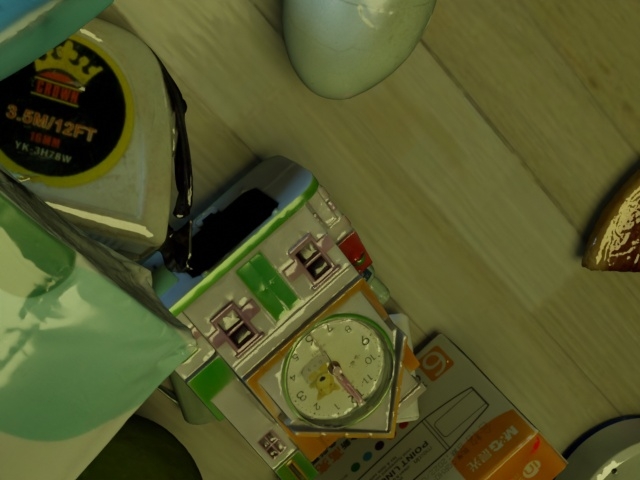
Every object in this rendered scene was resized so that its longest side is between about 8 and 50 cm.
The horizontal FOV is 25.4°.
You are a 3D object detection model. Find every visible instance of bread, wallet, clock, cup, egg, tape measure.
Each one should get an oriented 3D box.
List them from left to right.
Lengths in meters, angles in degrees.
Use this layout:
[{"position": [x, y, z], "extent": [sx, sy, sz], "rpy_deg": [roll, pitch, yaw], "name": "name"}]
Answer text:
[{"position": [-0.236, -0.109, 1.375], "extent": [0.271, 0.133, 0.231], "rpy_deg": [15, 74, -16], "name": "tape measure"}, {"position": [-0.147, 0.160, 1.573], "extent": [0.075, 0.054, 0.083], "rpy_deg": [-18, 117, -14], "name": "cup"}, {"position": [-0.024, 0.105, 1.488], "extent": [0.235, 0.166, 0.309], "rpy_deg": [-42, 116, -7], "name": "clock"}, {"position": [0.038, -0.242, 1.434], "extent": [0.151, 0.151, 0.209], "rpy_deg": [11, 108, -23], "name": "egg"}, {"position": [0.077, 0.146, 1.615], "extent": [0.061, 0.122, 0.025], "rpy_deg": [-12, 158, 19], "name": "wallet"}, {"position": [0.368, -0.003, 1.696], "extent": [0.136, 0.054, 0.154], "rpy_deg": [-30, 111, -8], "name": "bread"}, {"position": [0.401, 0.343, 1.819], "extent": [0.230, 0.083, 0.230], "rpy_deg": [-6, 111, -17], "name": "clock"}]

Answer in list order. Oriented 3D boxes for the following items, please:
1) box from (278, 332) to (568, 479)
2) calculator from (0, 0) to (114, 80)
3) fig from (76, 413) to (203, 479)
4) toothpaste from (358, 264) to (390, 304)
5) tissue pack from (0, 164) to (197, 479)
[{"position": [0.111, 0.263, 1.610], "extent": [0.274, 0.221, 0.091], "rpy_deg": [-43, 130, -3], "name": "box"}, {"position": [-0.397, -0.229, 1.272], "extent": [0.386, 0.054, 0.256], "rpy_deg": [-25, 80, -4], "name": "calculator"}, {"position": [-0.270, 0.322, 1.446], "extent": [0.316, 0.316, 0.316], "rpy_deg": [-7, 112, -17], "name": "fig"}, {"position": [0.000, 0.000, 1.576], "extent": [0.216, 0.037, 0.062], "rpy_deg": [42, 92, -23], "name": "toothpaste"}, {"position": [-0.321, 0.121, 1.206], "extent": [0.266, 0.194, 0.356], "rpy_deg": [41, 89, -26], "name": "tissue pack"}]
